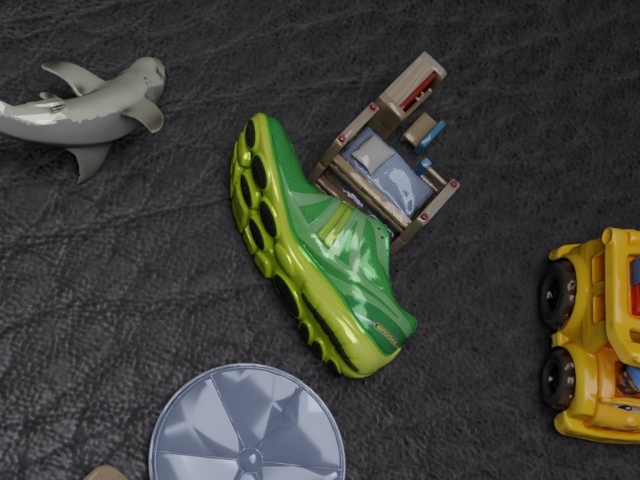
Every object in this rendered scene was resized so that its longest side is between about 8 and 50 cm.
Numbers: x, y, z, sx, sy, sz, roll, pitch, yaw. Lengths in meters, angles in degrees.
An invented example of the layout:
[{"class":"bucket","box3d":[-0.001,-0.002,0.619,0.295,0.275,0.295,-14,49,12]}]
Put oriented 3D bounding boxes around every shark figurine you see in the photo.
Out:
[{"class":"shark figurine","box3d":[-0.270,-0.109,1.304,0.278,0.116,0.166,-9,42,-26]}]

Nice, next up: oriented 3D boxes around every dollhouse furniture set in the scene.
[{"class":"dollhouse furniture set","box3d":[0.101,-0.102,1.385,0.129,0.129,0.184,43,67,0]}]

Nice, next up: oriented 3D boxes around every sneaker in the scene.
[{"class":"sneaker","box3d":[0.000,0.000,1.348,0.123,0.109,0.296,-26,87,-32]}]

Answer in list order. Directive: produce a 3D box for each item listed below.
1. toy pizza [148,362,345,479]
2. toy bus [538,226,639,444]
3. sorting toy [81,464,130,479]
[{"class":"toy pizza","box3d":[-0.074,0.223,1.285,0.201,0.032,0.201,5,71,-14]},{"class":"toy bus","box3d":[0.340,0.093,1.348,0.149,0.211,0.220,8,72,-15]},{"class":"sorting toy","box3d":[-0.224,0.377,1.157,0.229,0.041,0.307,35,64,25]}]
